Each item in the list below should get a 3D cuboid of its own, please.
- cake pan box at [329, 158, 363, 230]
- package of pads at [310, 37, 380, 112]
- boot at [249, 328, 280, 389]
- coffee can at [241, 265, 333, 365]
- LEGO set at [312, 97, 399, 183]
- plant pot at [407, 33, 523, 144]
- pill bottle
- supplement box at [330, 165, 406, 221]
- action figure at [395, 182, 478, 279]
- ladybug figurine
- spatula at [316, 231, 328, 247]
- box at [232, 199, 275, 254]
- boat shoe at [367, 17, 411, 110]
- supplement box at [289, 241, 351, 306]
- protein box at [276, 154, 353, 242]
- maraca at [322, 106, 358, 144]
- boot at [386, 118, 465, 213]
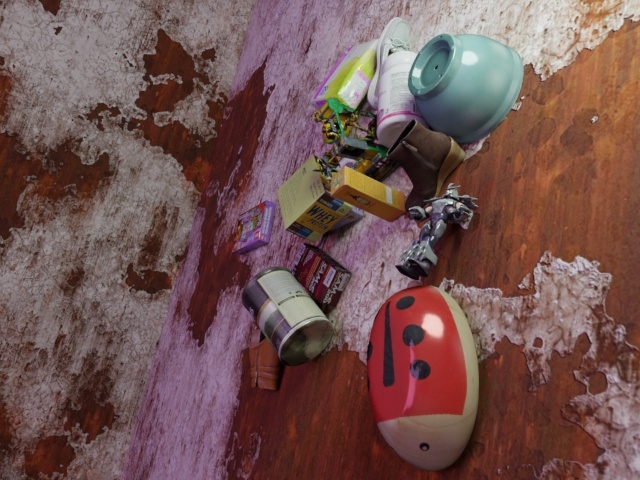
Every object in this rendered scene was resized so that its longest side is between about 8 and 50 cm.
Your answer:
[{"bbox_3d":[0.043,-0.161,1.846,0.266,0.070,0.246,-20,53,42],"label":"cake pan box"},{"bbox_3d":[0.116,-0.619,1.934,0.297,0.101,0.229,-56,29,-9],"label":"package of pads"},{"bbox_3d":[-0.172,0.430,1.855,0.283,0.109,0.220,-15,67,43],"label":"boot"},{"bbox_3d":[-0.112,0.246,1.689,0.275,0.201,0.202,47,114,40],"label":"coffee can"},{"bbox_3d":[0.096,-0.298,1.663,0.192,0.331,0.255,-42,60,42],"label":"LEGO set"},{"bbox_3d":[0.364,-0.435,1.381,0.293,0.196,0.293,-37,42,44],"label":"plant pot"},{"bbox_3d":[0.259,-0.440,1.595,0.160,0.160,0.283,-29,48,49],"label":"pill bottle"},{"bbox_3d":[0.145,-0.137,1.526,0.078,0.233,0.080,-35,45,45],"label":"supplement box"},{"bbox_3d":[0.296,-0.038,1.314,0.185,0.099,0.285,-12,44,61],"label":"action figure"},{"bbox_3d":[0.220,0.300,1.210,0.305,0.161,0.450,-37,43,44],"label":"ladybug figurine"},{"bbox_3d":[0.000,0.000,1.888,0.084,0.030,0.297,24,90,47],"label":"spatula"},{"bbox_3d":[-0.322,-0.058,2.440,0.293,0.057,0.201,-21,56,53],"label":"box"},{"bbox_3d":[0.253,-0.610,1.762,0.103,0.118,0.321,20,94,55],"label":"boat shoe"},{"bbox_3d":[-0.007,0.114,1.761,0.239,0.073,0.130,36,105,51],"label":"supplement box"},{"bbox_3d":[-0.024,-0.142,1.748,0.201,0.136,0.200,-42,43,27],"label":"protein box"},{"bbox_3d":[0.078,-0.448,1.971,0.186,0.099,0.127,-52,31,-5],"label":"maraca"},{"bbox_3d":[0.256,-0.198,1.404,0.248,0.206,0.090,-54,33,26],"label":"boot"}]
